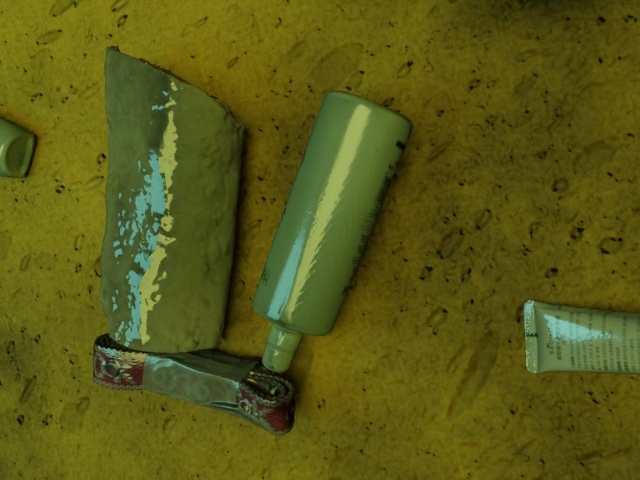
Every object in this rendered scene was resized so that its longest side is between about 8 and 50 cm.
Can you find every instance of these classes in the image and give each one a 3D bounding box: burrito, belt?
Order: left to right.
[{"bbox_3d":[-0.155,-0.043,0.544,0.143,0.105,0.298,5,94,20],"label":"burrito"},{"bbox_3d":[-0.129,0.137,0.558,0.232,0.071,0.053,10,100,19],"label":"belt"}]

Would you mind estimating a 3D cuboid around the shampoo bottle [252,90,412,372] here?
[{"bbox_3d":[0.000,0.000,0.508,0.085,0.085,0.262,22,97,15],"label":"shampoo bottle"}]

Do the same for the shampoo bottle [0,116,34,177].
[{"bbox_3d":[-0.443,-0.133,0.652,0.213,0.049,0.072,21,100,14],"label":"shampoo bottle"}]

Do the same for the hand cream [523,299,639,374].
[{"bbox_3d":[0.266,0.084,0.443,0.195,0.042,0.067,-2,95,37],"label":"hand cream"}]
